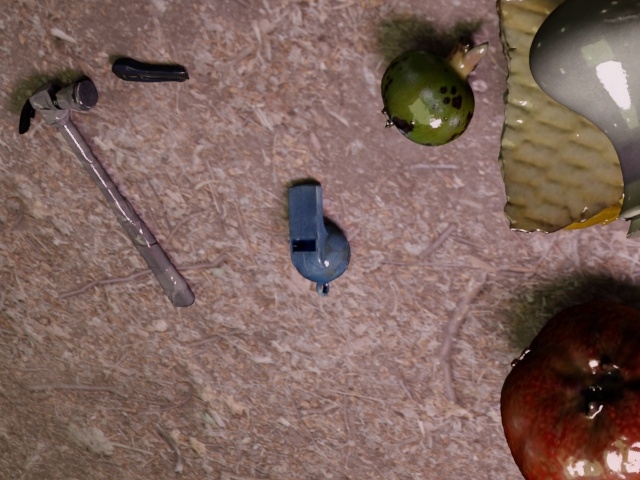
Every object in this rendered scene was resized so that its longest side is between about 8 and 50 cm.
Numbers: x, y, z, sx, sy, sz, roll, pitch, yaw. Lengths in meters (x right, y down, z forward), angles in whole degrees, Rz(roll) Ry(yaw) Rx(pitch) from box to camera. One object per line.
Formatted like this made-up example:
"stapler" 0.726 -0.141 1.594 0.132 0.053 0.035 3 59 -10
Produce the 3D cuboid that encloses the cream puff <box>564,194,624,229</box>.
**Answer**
"cream puff" 0.308 -0.076 1.560 0.156 0.121 0.156 12 130 14

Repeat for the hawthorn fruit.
"hawthorn fruit" 0.394 0.256 1.735 0.285 0.284 0.369 3 140 27

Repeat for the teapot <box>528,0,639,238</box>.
"teapot" 0.324 -0.134 1.353 0.183 0.183 0.251 -24 78 42

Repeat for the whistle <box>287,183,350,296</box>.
"whistle" 0.000 0.000 1.849 0.090 0.090 0.158 -2 90 31

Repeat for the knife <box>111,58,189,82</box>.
"knife" -0.229 -0.229 1.790 0.121 0.018 0.031 5 134 23

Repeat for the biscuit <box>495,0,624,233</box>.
"biscuit" 0.289 -0.144 1.480 0.187 0.036 0.273 1 95 3

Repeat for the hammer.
"hammer" -0.299 -0.058 1.976 0.152 0.044 0.427 -9 125 36

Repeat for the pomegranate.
"pomegranate" 0.141 -0.184 1.566 0.122 0.122 0.161 40 110 -11
